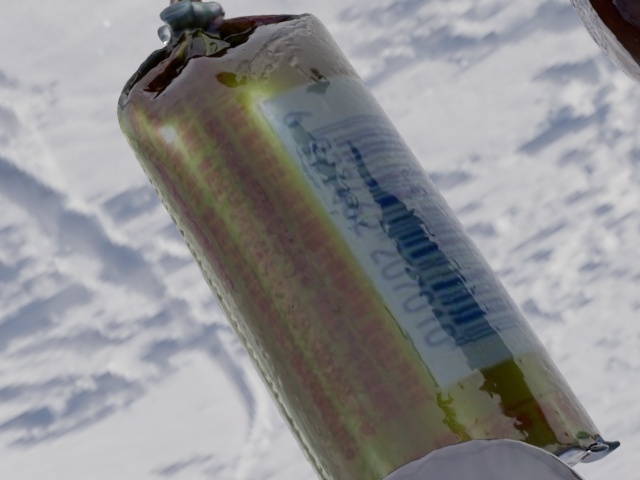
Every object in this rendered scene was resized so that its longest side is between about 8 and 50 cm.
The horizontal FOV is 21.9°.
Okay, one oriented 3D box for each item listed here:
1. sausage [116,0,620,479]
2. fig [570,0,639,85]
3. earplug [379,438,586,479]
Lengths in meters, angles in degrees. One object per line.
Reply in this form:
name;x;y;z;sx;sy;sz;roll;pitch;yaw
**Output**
sausage;-0.002;0.001;0.782;0.125;0.317;0.117;-36;160;11
fig;0.222;-0.108;0.658;0.204;0.249;0.186;-38;175;-21
earplug;0.130;0.198;0.500;0.301;0.172;0.172;31;129;-26
